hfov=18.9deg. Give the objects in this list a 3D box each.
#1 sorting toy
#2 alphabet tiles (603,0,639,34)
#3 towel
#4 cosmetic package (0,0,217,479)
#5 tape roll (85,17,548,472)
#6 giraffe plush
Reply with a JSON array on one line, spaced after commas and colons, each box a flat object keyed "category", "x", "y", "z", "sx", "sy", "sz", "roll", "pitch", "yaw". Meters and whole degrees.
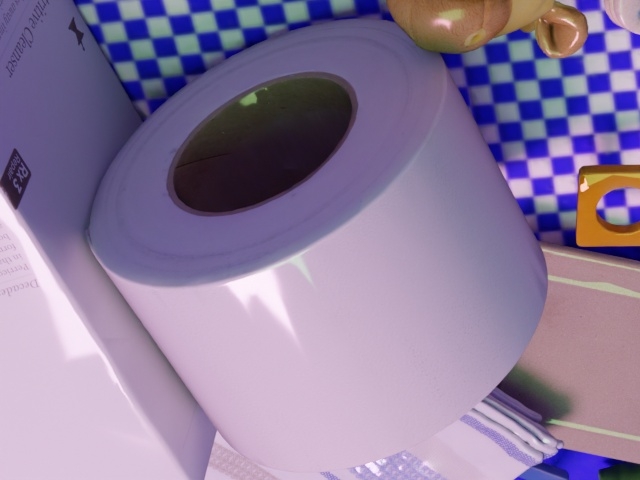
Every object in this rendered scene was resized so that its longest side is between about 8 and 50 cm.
[{"category": "sorting toy", "x": 0.201, "y": 0.075, "z": 1.366, "sx": 0.196, "sy": 0.047, "sz": 0.347, "roll": 9, "pitch": 129, "yaw": -4}, {"category": "alphabet tiles", "x": 0.229, "y": -0.251, "z": 1.029, "sx": 0.278, "sy": 0.021, "sz": 0.284, "roll": -2, "pitch": 106, "yaw": -21}, {"category": "towel", "x": 0.010, "y": 0.168, "z": 1.409, "sx": 0.209, "sy": 0.034, "sz": 0.285, "roll": 34, "pitch": 127, "yaw": -18}, {"category": "cosmetic package", "x": -0.206, "y": -0.016, "z": 1.254, "sx": 0.156, "sy": 0.217, "sz": 0.385, "roll": -17, "pitch": 124, "yaw": 21}, {"category": "tape roll", "x": 0.000, "y": 0.000, "z": 1.207, "sx": 0.246, "sy": 0.246, "sz": 0.169, "roll": -16, "pitch": 126, "yaw": 20}, {"category": "giraffe plush", "x": 0.089, "y": -0.186, "z": 1.131, "sx": 0.210, "sy": 0.181, "sz": 0.170, "roll": -16, "pitch": 143, "yaw": -22}]
